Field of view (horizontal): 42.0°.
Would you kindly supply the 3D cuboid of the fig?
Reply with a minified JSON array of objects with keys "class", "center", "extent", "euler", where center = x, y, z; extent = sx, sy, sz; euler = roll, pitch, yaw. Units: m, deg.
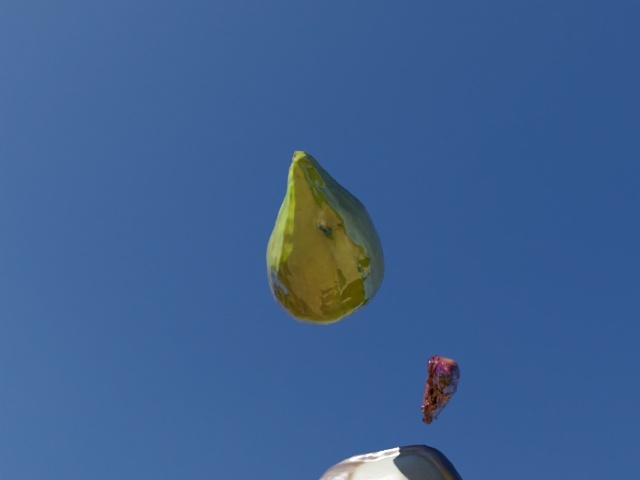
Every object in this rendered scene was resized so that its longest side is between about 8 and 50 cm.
[{"class":"fig","center":[0.013,0.011,1.097],"extent":[0.167,0.167,0.234],"euler":[15,-45,0]}]

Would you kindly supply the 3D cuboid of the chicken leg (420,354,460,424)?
[{"class":"chicken leg","center":[0.176,0.215,1.234],"extent":[0.053,0.093,0.205],"euler":[14,-32,14]}]

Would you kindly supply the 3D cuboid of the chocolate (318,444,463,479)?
[{"class":"chocolate","center":[0.117,0.399,1.036],"extent":[0.186,0.284,0.284],"euler":[-17,-60,24]}]
